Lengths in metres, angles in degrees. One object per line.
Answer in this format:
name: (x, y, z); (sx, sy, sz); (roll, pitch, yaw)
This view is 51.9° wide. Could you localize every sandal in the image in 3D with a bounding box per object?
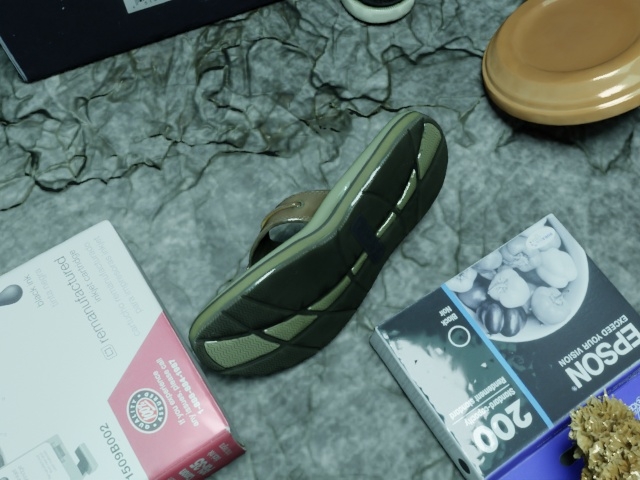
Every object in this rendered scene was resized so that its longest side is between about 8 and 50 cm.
sandal: (0.001, 0.000, 0.593); (0.086, 0.120, 0.303); (26, 64, 40)

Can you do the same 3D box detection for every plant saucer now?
plant saucer: (0.260, -0.201, 0.660); (0.199, 0.037, 0.200); (-15, 50, 19)

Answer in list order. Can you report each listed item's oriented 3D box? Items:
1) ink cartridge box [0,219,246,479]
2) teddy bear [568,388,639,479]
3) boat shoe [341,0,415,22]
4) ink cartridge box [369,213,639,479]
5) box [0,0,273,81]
ink cartridge box: (-0.232, 0.150, 0.509); (0.283, 0.117, 0.207); (-31, 71, -13)
teddy bear: (0.343, 0.201, 0.491); (0.337, 0.113, 0.245); (-12, 64, -21)
boat shoe: (0.024, -0.414, 0.754); (0.127, 0.113, 0.340); (-13, 67, -5)
ink cartridge box: (0.185, 0.111, 0.570); (0.206, 0.045, 0.208); (-31, 72, -13)
box: (-0.224, -0.392, 0.709); (0.343, 0.179, 0.313); (-22, 68, -10)
